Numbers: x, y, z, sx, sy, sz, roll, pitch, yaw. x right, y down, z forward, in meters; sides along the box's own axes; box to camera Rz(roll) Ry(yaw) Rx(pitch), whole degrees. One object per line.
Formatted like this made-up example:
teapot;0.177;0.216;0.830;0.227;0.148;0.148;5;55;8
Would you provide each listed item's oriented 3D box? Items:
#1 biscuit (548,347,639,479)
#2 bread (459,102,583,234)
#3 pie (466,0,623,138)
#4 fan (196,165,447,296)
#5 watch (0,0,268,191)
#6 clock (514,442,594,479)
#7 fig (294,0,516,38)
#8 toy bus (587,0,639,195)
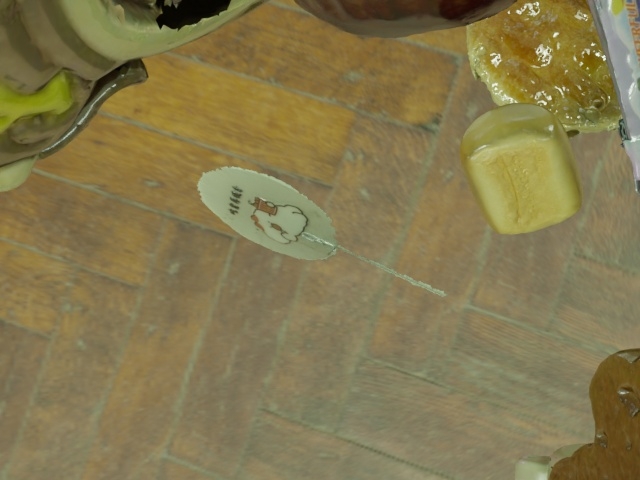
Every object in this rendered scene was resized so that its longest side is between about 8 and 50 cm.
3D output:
biscuit;0.287;0.269;1.026;0.074;0.381;0.359;4;97;-10
bread;0.266;-0.101;1.630;0.147;0.217;0.098;-16;49;8
pie;0.380;-0.310;1.853;0.339;0.083;0.340;0;72;-1
fan;0.000;0.001;1.455;0.329;0.191;0.009;25;65;2
watch;-0.140;-0.248;0.525;0.335;0.314;0.327;-39;75;-1
clock;0.385;0.301;1.367;0.283;0.309;0.114;2;90;-23
fig;0.034;-0.288;0.771;0.216;0.321;0.217;-15;43;15
toy bus;0.365;-0.190;1.355;0.112;0.138;0.317;-14;101;20
